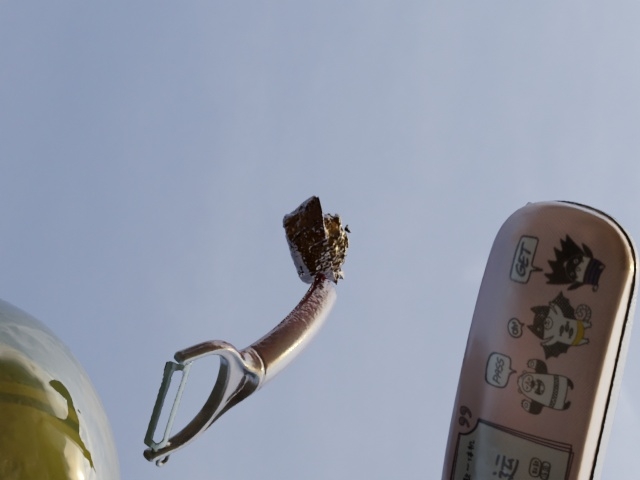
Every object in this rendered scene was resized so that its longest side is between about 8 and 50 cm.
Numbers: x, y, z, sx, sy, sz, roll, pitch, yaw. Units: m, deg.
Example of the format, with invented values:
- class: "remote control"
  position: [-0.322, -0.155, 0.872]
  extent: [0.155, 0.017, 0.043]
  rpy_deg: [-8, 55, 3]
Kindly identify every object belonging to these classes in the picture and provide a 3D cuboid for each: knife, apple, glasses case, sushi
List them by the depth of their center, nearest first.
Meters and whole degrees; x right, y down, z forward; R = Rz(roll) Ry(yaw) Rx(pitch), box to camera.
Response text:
- class: "glasses case"
  position: [0.170, 0.124, 1.236]
  extent: [0.075, 0.122, 0.314]
  rpy_deg: [-1, -75, -55]
- class: "apple"
  position: [-0.332, 0.212, 1.286]
  extent: [0.357, 0.357, 0.357]
  rpy_deg: [10, -116, -22]
- class: "knife"
  position: [-0.052, 0.100, 1.347]
  extent: [0.053, 0.123, 0.278]
  rpy_deg: [33, -148, 15]
- class: "sushi"
  position: [0.001, 0.003, 1.468]
  extent: [0.060, 0.118, 0.061]
  rpy_deg: [-14, -116, 2]
